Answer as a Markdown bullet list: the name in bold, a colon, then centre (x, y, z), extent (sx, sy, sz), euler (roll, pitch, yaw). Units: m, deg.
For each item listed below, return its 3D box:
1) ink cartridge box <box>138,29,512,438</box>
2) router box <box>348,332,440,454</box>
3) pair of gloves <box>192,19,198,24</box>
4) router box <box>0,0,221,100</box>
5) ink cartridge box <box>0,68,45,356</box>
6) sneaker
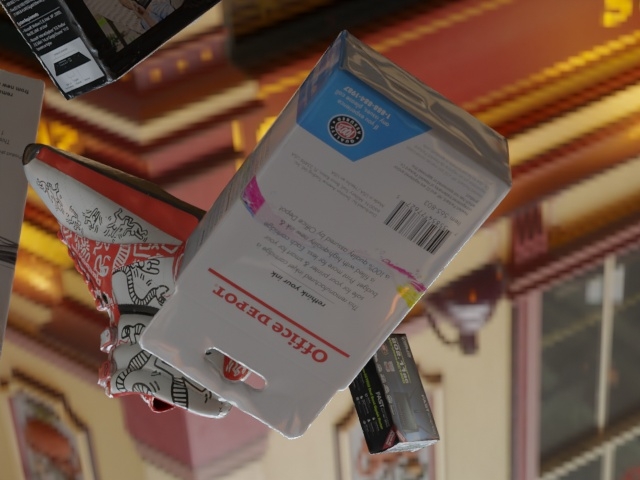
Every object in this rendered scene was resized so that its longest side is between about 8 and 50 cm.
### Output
- **ink cartridge box**: centre (0.000, 0.000, 0.894), extent (0.104, 0.181, 0.061), euler (33, -158, -13)
- **router box**: centre (0.070, 0.156, 1.826), extent (0.038, 0.122, 0.092), euler (-24, 165, 27)
- **pair of gloves**: centre (-0.081, -0.278, 1.562), extent (0.042, 0.240, 0.204), euler (37, -164, 3)
- **router box**: centre (-0.065, -0.159, 0.706), extent (0.179, 0.133, 0.046), euler (-41, -164, -32)
- **ink cartridge box**: centre (-0.351, -0.011, 1.569), extent (0.114, 0.272, 0.197), euler (15, 168, -32)
- **sneaker**: centre (-0.143, 0.030, 1.272), extent (0.270, 0.145, 0.090), euler (24, -176, 38)
